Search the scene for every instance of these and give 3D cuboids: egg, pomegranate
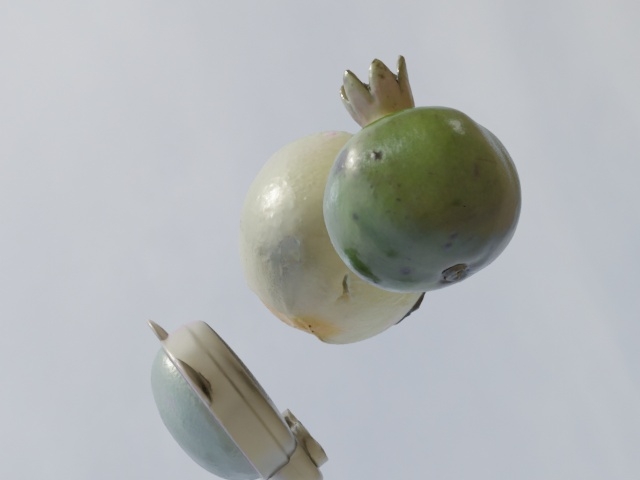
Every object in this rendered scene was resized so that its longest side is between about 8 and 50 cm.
[{"bbox_3d":[0.000,0.000,1.921,0.337,0.337,0.201,58,-156,6],"label":"egg"},{"bbox_3d":[0.083,-0.063,1.179,0.187,0.187,0.225,8,-122,-51],"label":"pomegranate"}]

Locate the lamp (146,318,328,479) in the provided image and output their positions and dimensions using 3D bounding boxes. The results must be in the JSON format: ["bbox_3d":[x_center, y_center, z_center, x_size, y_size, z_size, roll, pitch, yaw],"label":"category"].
[{"bbox_3d":[-0.093,0.186,1.315,0.246,0.108,0.179,50,179,-29],"label":"lamp"}]
